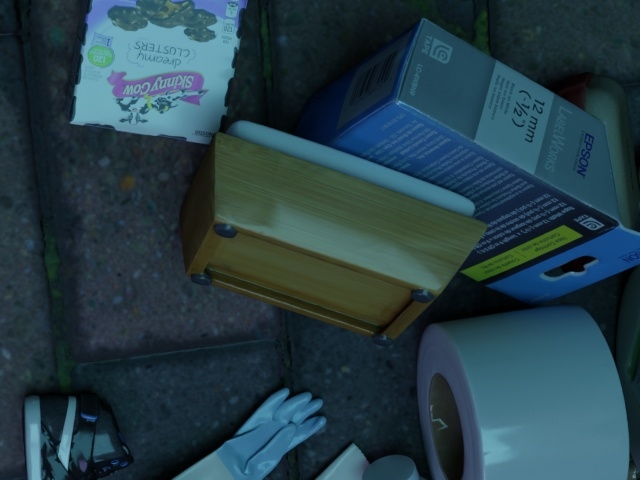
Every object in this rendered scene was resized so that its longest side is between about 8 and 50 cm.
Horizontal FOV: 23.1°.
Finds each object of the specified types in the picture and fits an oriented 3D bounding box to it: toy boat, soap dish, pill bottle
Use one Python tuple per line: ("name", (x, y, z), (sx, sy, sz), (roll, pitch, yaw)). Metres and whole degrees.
("toy boat", (0.276, -0.069, 1.771), (0.151, 0.151, 0.231), (-4, 108, 19))
("soap dish", (0.000, 0.000, 1.640), (0.291, 0.229, 0.118), (18, 67, -8))
("pill bottle", (0.101, 0.330, 1.840), (0.086, 0.086, 0.152), (-22, 117, -7))

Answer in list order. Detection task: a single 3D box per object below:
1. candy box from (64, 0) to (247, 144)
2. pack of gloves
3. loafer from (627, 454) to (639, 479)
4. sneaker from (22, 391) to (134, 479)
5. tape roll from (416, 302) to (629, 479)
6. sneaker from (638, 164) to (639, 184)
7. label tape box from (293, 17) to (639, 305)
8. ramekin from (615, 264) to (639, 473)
("candy box", (-0.171, -0.209, 1.640), (0.165, 0.070, 0.196), (7, 103, -16))
("pack of gloves", (-0.064, 0.291, 1.830), (0.232, 0.046, 0.195), (-38, 112, -12))
("loafer", (0.371, 0.286, 1.922), (0.148, 0.050, 0.056), (-23, 109, -7))
("sneaker", (-0.268, 0.276, 1.746), (0.121, 0.079, 0.216), (-2, 104, -12))
("tape roll", (0.220, 0.200, 1.759), (0.169, 0.246, 0.246), (-7, 107, -11))
("sneaker", (0.519, -0.105, 1.782), (0.282, 0.153, 0.099), (-25, 109, -16))
("label tape box", (0.171, -0.071, 1.665), (0.348, 0.249, 0.115), (25, 63, -20))
("ramekin", (0.442, 0.149, 1.777), (0.148, 0.303, 0.303), (-1, 106, -5))
